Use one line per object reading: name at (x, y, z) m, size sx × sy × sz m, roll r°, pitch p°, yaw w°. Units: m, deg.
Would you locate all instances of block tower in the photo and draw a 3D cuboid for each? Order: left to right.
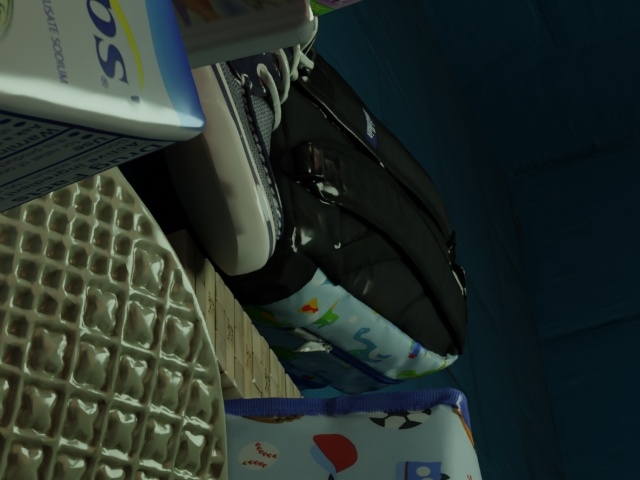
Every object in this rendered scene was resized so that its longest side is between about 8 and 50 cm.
block tower at (-0.079, 0.130, 1.263) m, size 0.335 × 0.091 × 0.097 m, roll 59°, pitch 19°, yaw -44°

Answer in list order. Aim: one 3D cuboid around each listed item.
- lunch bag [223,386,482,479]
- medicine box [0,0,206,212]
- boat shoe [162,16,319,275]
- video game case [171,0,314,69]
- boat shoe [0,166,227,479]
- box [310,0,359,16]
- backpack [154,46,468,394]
lunch bag at (0.037, 0.354, 1.166) m, size 0.328 × 0.238 × 0.385 m, roll -88°, pitch 175°, yaw -54°
medicine box at (-0.230, -0.071, 0.525) m, size 0.289 × 0.263 × 0.149 m, roll 4°, pitch 68°, yaw -65°
boat shoe at (-0.054, -0.139, 1.239) m, size 0.127 × 0.158 × 0.341 m, roll 111°, pitch -38°, yaw -60°
video game case at (-0.197, -0.201, 0.759) m, size 0.036 × 0.329 × 0.300 m, roll 102°, pitch -26°, yaw -78°
boat shoe at (-0.132, 0.169, 0.799) m, size 0.187 × 0.156 × 0.500 m, roll -37°, pitch 124°, yaw -41°
box at (-0.108, -0.192, 0.936) m, size 0.213 × 0.243 × 0.117 m, roll 12°, pitch 67°, yaw -59°
backpack at (0.000, 0.000, 1.457) m, size 0.355 × 0.273 × 0.290 m, roll 24°, pitch 44°, yaw -42°
